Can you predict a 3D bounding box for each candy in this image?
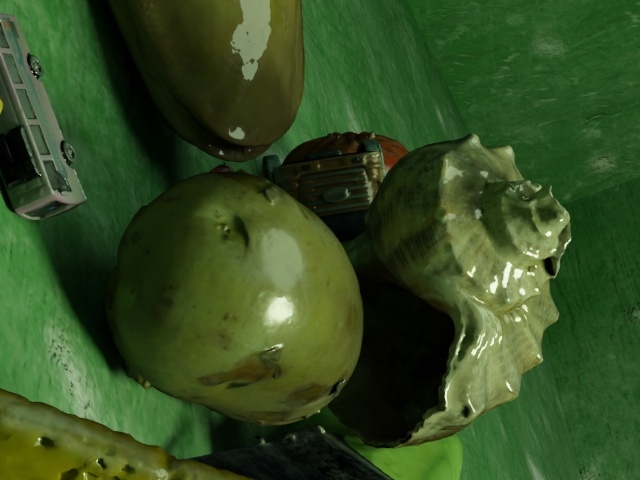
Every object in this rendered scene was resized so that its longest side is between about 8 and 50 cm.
[{"bbox_3d":[0.037,0.194,1.178,0.132,0.142,0.343,58,13,-4],"label":"candy"}]

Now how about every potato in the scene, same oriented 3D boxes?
[{"bbox_3d":[-0.050,0.046,0.984,0.262,0.165,0.165,41,31,-64],"label":"potato"}]

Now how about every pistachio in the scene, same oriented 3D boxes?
[{"bbox_3d":[-0.087,-0.189,1.206,0.212,0.163,0.261,-6,76,-42],"label":"pistachio"}]

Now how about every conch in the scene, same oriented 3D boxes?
[{"bbox_3d":[0.101,0.040,1.076,0.291,0.158,0.210,-39,-117,59],"label":"conch"}]

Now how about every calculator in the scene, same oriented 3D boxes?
[{"bbox_3d":[0.025,0.197,0.911,0.161,0.261,0.021,-4,116,-40],"label":"calculator"}]

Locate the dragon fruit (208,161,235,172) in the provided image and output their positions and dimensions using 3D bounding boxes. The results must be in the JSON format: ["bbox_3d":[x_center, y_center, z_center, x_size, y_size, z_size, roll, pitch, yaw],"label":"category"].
[{"bbox_3d":[-0.087,-0.015,1.173,0.060,0.056,0.083,-33,96,-54],"label":"dragon fruit"}]

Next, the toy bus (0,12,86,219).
[{"bbox_3d":[-0.190,-0.078,0.885,0.052,0.037,0.131,-13,82,-75],"label":"toy bus"}]

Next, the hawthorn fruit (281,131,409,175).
[{"bbox_3d":[0.044,0.027,1.475,0.165,0.165,0.286,-30,109,-77],"label":"hawthorn fruit"}]

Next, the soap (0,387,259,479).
[{"bbox_3d":[-0.121,0.230,0.702,0.338,0.304,0.169,22,40,-16],"label":"soap"}]

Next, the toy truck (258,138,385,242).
[{"bbox_3d":[0.000,0.000,1.280,0.256,0.108,0.140,139,-59,-79],"label":"toy truck"}]

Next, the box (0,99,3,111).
[{"bbox_3d":[-0.254,-0.113,0.572,0.193,0.084,0.301,-92,158,-55],"label":"box"}]
